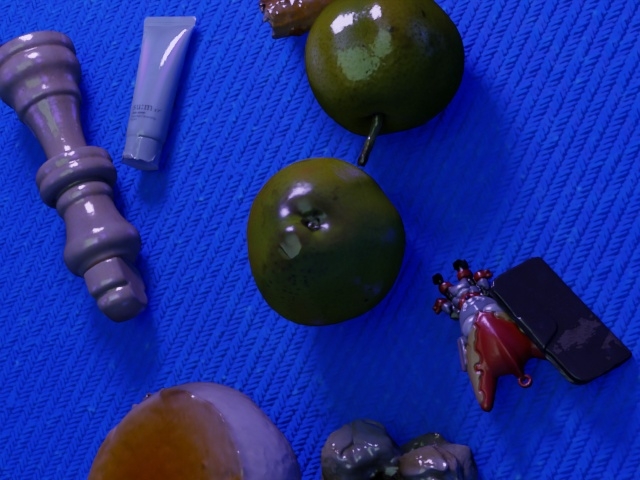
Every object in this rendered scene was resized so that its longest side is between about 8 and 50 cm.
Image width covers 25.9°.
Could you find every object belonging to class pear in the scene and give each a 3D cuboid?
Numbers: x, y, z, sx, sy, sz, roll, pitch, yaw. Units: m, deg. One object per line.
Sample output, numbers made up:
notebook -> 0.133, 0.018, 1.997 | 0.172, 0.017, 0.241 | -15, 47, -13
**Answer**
pear -> 0.000, 0.000, 1.521 | 0.188, 0.220, 0.187 | -2, 83, 20
pear -> 0.070, -0.183, 1.557 | 0.180, 0.166, 0.216 | -2, 59, 11

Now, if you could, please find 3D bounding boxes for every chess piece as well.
chess piece -> -0.310, -0.075, 1.763 | 0.117, 0.117, 0.397 | -30, 68, 18

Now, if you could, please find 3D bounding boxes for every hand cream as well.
hand cream -> -0.210, -0.191, 1.774 | 0.078, 0.050, 0.204 | 3, 75, 27

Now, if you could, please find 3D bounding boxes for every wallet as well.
wallet -> 0.251, 0.085, 1.472 | 0.082, 0.018, 0.156 | -24, 59, -26

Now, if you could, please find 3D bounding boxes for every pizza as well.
pizza -> -0.014, -0.292, 1.668 | 0.161, 0.062, 0.182 | 18, 46, 43

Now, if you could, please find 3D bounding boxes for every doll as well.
doll -> 0.181, 0.095, 1.507 | 0.109, 0.057, 0.169 | -32, 51, -2

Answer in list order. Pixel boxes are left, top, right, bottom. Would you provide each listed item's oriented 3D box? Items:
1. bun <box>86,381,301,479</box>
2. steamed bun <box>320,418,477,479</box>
bun -> -0.124, 0.304, 1.544 | 0.299, 0.165, 0.298 | -14, 69, 38
steamed bun -> 0.063, 0.289, 1.488 | 0.178, 0.106, 0.192 | 11, 85, 30
